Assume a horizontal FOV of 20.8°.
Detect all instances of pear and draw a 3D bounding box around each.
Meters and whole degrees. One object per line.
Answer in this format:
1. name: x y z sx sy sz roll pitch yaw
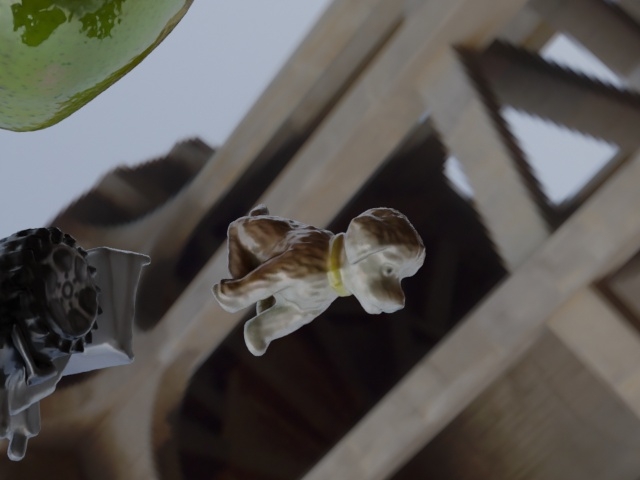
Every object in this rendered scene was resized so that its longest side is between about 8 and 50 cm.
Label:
1. pear: -0.155 -0.163 0.998 0.187 0.220 0.187 6 -132 -7

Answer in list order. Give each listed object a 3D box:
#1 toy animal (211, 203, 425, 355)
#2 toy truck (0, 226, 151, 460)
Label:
1. toy animal: 0.008 -0.001 1.619 0.104 0.185 0.184 52 -153 -33
2. toy truck: -0.180 0.054 0.763 0.286 0.136 0.111 -5 -96 -65
